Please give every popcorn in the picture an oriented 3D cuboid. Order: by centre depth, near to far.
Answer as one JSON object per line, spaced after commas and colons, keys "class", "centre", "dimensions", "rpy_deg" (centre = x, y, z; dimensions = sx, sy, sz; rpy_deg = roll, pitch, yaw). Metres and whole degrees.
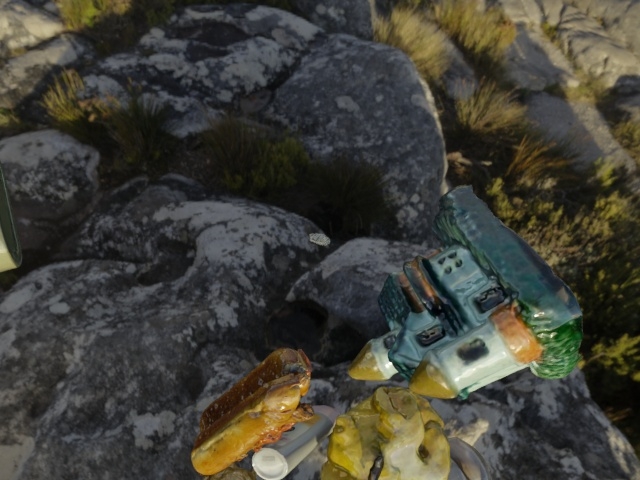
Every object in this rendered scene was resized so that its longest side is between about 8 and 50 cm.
{"class": "popcorn", "centre": [0.135, 0.475, 1.113], "dimensions": [0.297, 0.316, 0.281], "rpy_deg": [-19, 20, -20]}

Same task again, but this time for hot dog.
{"class": "hot dog", "centre": [-0.131, 0.348, 1.006], "dimensions": [0.117, 0.349, 0.158], "rpy_deg": [36, 30, -19]}

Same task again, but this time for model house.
{"class": "model house", "centre": [0.151, 0.106, 0.666], "dimensions": [0.291, 0.184, 0.253], "rpy_deg": [-35, 49, 11]}

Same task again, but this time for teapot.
{"class": "teapot", "centre": [-0.275, 0.684, 1.357], "dimensions": [0.167, 0.203, 0.311], "rpy_deg": [28, 64, 7]}

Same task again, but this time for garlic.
{"class": "garlic", "centre": [0.305, 0.623, 1.295], "dimensions": [0.210, 0.237, 0.292], "rpy_deg": [4, 85, -44]}

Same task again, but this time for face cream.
{"class": "face cream", "centre": [-0.050, 0.461, 1.175], "dimensions": [0.107, 0.269, 0.073], "rpy_deg": [-7, 90, 27]}

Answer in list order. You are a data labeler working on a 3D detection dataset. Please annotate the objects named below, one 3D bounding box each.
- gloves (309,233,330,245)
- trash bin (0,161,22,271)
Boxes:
{"class": "gloves", "centre": [-0.001, -0.002, 1.530], "dimensions": [0.081, 0.044, 0.037], "rpy_deg": [19, 46, -42]}
{"class": "trash bin", "centre": [-0.599, -0.031, 0.737], "dimensions": [0.247, 0.121, 0.243], "rpy_deg": [-15, 71, -19]}
